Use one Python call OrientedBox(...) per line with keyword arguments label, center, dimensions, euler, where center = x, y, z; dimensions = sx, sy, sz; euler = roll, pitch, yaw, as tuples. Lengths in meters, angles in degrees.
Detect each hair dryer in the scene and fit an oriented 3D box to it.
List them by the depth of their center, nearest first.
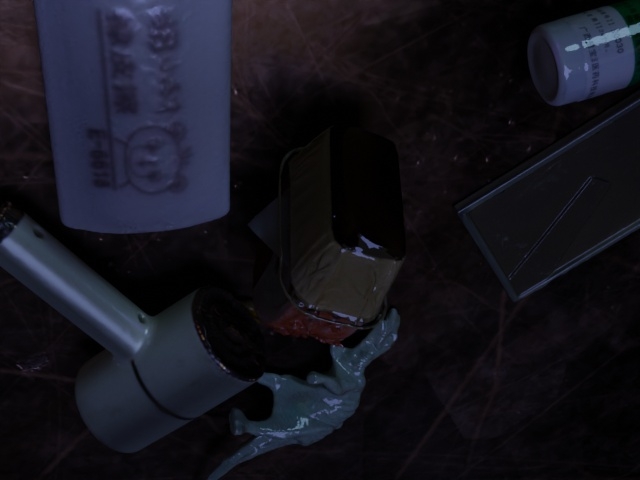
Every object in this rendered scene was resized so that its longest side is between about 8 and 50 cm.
OrientedBox(label="hair dryer", center=(-0.248, 0.077, 0.994), dimensions=(0.203, 0.128, 0.362), euler=(-33, 120, 22))

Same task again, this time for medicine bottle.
OrientedBox(label="medicine bottle", center=(0.362, -0.223, 0.984), dimensions=(0.260, 0.095, 0.095), euler=(-18, 131, -7))

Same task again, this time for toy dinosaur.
OrientedBox(label="toy dinosaur", center=(-0.055, 0.232, 1.205), dimensions=(0.206, 0.092, 0.393), euler=(18, 111, -37))

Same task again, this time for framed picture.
OrientedBox(label="framed picture", center=(0.336, -0.053, 1.160), dimensions=(0.289, 0.016, 0.213), euler=(-33, 131, 8))

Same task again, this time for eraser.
OrientedBox(label="eraser", center=(-0.173, -0.140, 0.863), dimensions=(0.174, 0.094, 0.270), euler=(-4, 127, -13))

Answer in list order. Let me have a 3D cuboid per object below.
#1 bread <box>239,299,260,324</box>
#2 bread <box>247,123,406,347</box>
OrientedBox(label="bread", center=(-0.113, 0.107, 1.119), dimensions=(0.088, 0.033, 0.049), euler=(-28, 137, 3))
OrientedBox(label="bread", center=(0.000, 0.000, 0.960), dimensions=(0.142, 0.224, 0.212), euler=(17, 140, -22))
